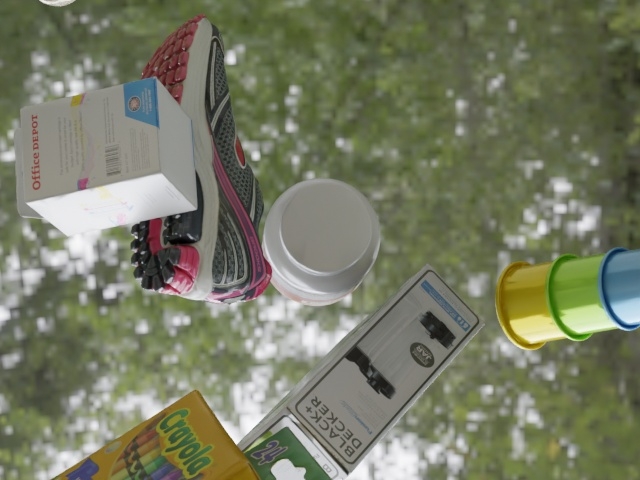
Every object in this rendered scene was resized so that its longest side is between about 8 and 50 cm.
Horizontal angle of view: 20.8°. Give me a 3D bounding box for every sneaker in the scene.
[{"bbox_3d":[-0.113,-0.073,1.625,0.112,0.121,0.299,15,-122,-31],"label":"sneaker"}]

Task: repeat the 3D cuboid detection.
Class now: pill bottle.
[{"bbox_3d":[0.000,0.000,1.817,0.121,0.121,0.216,-3,173,-4],"label":"pill bottle"}]

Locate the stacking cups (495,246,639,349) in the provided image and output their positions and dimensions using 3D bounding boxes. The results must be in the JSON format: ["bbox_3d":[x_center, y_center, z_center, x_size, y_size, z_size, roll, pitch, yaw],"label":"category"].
[{"bbox_3d":[0.317,0.041,1.703,0.316,0.096,0.096,-14,-170,46],"label":"stacking cups"}]

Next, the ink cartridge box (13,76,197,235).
[{"bbox_3d":[-0.189,-0.069,1.497,0.143,0.090,0.092,-11,-113,14],"label":"ink cartridge box"}]

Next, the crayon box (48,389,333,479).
[{"bbox_3d":[-0.155,0.236,1.423,0.323,0.083,0.203,-31,-162,-8],"label":"crayon box"}]

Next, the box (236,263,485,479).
[{"bbox_3d":[0.026,0.158,1.723,0.087,0.169,0.290,47,-137,1],"label":"box"}]

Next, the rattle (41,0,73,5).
[{"bbox_3d":[-0.298,-0.288,1.669,0.143,0.130,0.200,-13,-163,-31],"label":"rattle"}]
